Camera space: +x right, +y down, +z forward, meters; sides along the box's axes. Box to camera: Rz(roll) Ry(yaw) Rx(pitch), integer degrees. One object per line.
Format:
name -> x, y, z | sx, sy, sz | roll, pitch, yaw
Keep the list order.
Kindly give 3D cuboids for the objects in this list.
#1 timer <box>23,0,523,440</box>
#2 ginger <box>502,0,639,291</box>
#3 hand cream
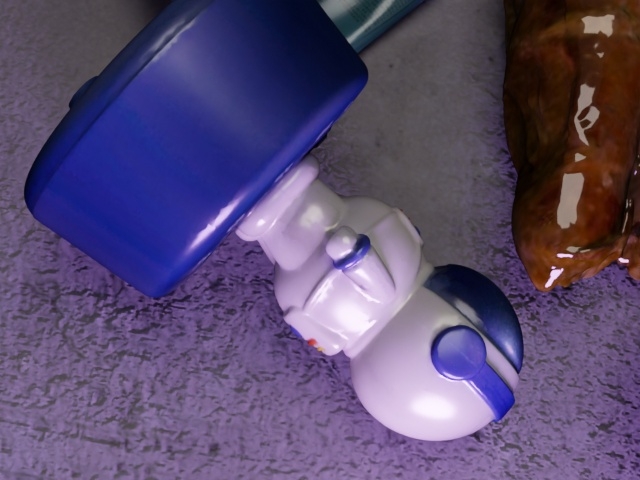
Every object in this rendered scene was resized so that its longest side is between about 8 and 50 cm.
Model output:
timer -> 0.000, 0.000, 0.920 | 0.383, 0.270, 0.270 | 43, 67, -3
ginger -> 0.271, -0.153, 1.045 | 0.254, 0.176, 0.418 | 3, 68, -15
hand cream -> 0.029, -0.208, 1.110 | 0.224, 0.048, 0.083 | -34, 74, -14
